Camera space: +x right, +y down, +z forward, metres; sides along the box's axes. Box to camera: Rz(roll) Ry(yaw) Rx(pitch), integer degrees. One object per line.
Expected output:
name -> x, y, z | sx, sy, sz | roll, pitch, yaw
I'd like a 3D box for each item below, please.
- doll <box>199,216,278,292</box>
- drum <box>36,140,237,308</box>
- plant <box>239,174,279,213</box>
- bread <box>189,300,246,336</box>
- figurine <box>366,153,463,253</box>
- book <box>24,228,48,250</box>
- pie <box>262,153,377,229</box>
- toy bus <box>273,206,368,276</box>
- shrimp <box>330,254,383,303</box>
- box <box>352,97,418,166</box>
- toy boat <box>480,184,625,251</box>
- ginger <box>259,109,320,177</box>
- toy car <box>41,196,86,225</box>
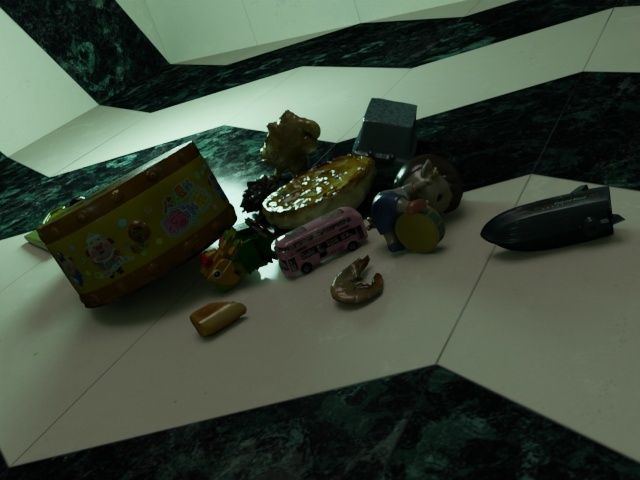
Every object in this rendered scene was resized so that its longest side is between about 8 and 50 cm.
doll -> -0.170, 0.035, 1.579 | 0.186, 0.134, 0.106 | -32, 31, -10
drum -> -0.419, -0.043, 1.694 | 0.431, 0.214, 0.431 | -27, 15, 8
plant -> -0.160, -0.130, 1.957 | 0.085, 0.087, 0.174 | -33, 9, 35
bread -> -0.204, 0.149, 1.446 | 0.103, 0.049, 0.062 | -30, 35, -25
figurine -> 0.219, -0.089, 1.535 | 0.158, 0.161, 0.275 | 34, 47, 9
book -> -0.730, -0.077, 2.290 | 0.352, 0.035, 0.239 | -35, 28, -29
pie -> 0.000, -0.116, 1.804 | 0.315, 0.092, 0.315 | -20, 22, 8
toy bus -> 0.000, 0.000, 1.559 | 0.203, 0.090, 0.063 | -27, 27, -14
shrimp -> 0.080, 0.071, 1.411 | 0.095, 0.045, 0.162 | -3, 28, 31
box -> 0.180, -0.287, 1.947 | 0.162, 0.129, 0.227 | 11, 29, 6
toy boat -> 0.415, -0.035, 1.337 | 0.246, 0.092, 0.103 | -13, 33, 13
ginger -> -0.092, -0.264, 2.059 | 0.157, 0.216, 0.102 | 20, 35, -8
toy car -> -0.614, -0.026, 1.980 | 0.248, 0.142, 0.200 | -7, 26, 2
